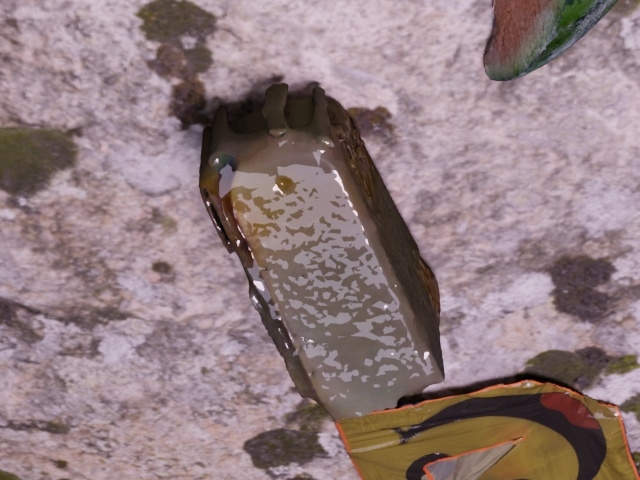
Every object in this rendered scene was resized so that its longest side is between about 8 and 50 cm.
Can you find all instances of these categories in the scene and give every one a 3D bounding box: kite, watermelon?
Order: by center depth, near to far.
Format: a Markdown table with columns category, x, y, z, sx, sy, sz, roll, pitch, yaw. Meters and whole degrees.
| category | x | y | z | sx | sy | sz | roll | pitch | yaw |
| --- | --- | --- | --- | --- | --- | --- | --- | --- | --- |
| watermelon | 0.173 | -0.170 | 1.312 | 0.101 | 0.080 | 0.155 | -19 | 146 | -35 |
| kite | 0.170 | 0.239 | 1.777 | 0.377 | 0.013 | 0.327 | 20 | 134 | -23 |

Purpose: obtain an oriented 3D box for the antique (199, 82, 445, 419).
| category | x | y | z | sx | sy | sz | roll | pitch | yaw |
| --- | --- | --- | --- | --- | --- | --- | --- | --- | --- |
| antique | 0.000 | 0.000 | 1.442 | 0.125 | 0.150 | 0.284 | -18 | 126 | 13 |
